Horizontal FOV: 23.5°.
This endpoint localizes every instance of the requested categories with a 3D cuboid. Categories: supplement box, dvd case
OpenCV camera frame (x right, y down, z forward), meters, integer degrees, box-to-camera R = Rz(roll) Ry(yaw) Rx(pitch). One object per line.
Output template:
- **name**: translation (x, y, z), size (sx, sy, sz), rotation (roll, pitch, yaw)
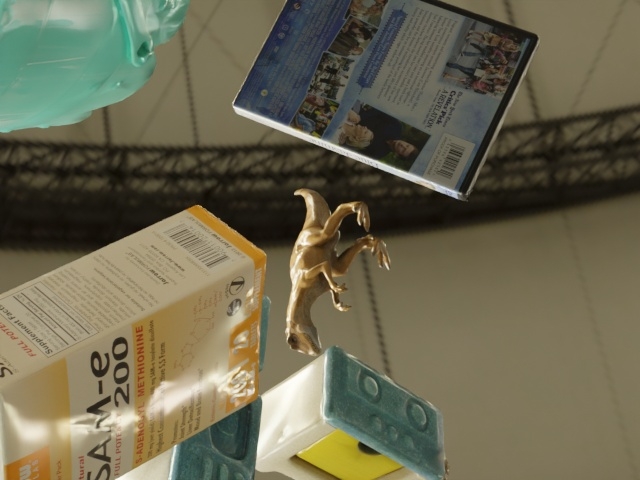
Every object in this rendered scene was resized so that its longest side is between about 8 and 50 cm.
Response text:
- **supplement box**: translation (-0.064, 0.038, 0.466), size (0.098, 0.062, 0.036), rotation (-27, -132, -35)
- **dvd case**: translation (0.063, -0.161, 1.500), size (0.253, 0.022, 0.180), rotation (22, -104, 17)

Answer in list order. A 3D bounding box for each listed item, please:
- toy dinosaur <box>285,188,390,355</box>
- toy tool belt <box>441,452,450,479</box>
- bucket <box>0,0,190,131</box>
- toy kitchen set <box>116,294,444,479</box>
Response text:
- **toy dinosaur**: translation (0.000, 0.000, 1.365), size (0.064, 0.112, 0.211), rotation (48, -146, -37)
- **toy tool belt**: translation (0.050, 0.166, 1.060), size (0.083, 0.052, 0.051), rotation (-17, -118, 0)
- **bucket**: translation (-0.227, -0.184, 0.882), size (0.281, 0.281, 0.183), rotation (47, -156, 6)
- **toy kitchen set**: translation (-0.002, 0.130, 0.676), size (0.166, 0.122, 0.207), rotation (34, -136, -33)
